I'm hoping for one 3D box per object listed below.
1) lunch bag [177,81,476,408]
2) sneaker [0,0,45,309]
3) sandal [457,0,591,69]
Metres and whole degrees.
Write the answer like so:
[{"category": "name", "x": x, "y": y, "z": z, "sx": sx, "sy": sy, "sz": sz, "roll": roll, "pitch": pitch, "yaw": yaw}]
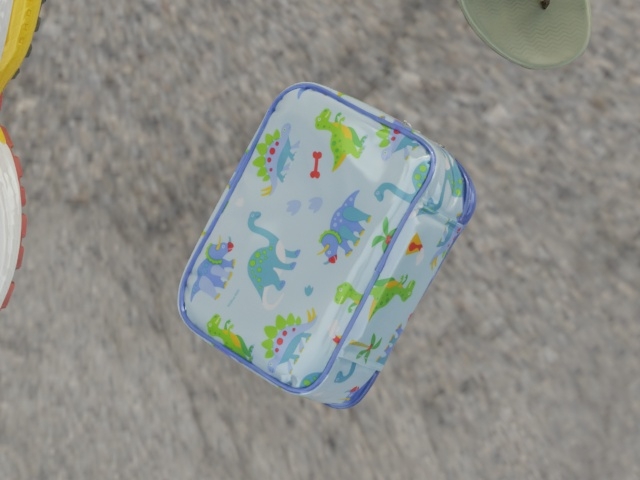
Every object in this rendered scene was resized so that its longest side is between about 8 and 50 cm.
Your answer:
[{"category": "lunch bag", "x": 0.000, "y": 0.000, "z": 1.259, "sx": 0.090, "sy": 0.176, "sz": 0.219, "roll": 25, "pitch": 93, "yaw": -56}, {"category": "sneaker", "x": -0.175, "y": -0.043, "z": 0.667, "sx": 0.088, "sy": 0.092, "sz": 0.225, "roll": 13, "pitch": 105, "yaw": 26}, {"category": "sandal", "x": 0.168, "y": -0.285, "z": 1.499, "sx": 0.120, "sy": 0.086, "sz": 0.303, "roll": -21, "pitch": 116, "yaw": -1}]
